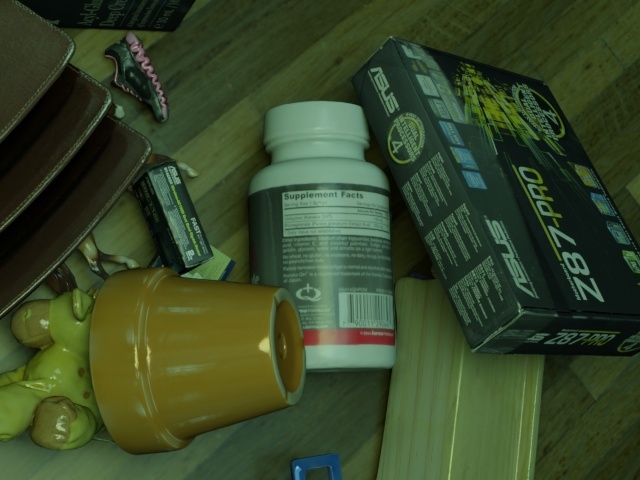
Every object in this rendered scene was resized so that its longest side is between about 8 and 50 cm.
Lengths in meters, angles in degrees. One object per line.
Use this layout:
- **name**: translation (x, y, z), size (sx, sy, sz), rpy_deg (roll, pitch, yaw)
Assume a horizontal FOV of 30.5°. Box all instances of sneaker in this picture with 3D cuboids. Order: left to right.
- **sneaker**: translation (-0.228, -0.196, 1.450), size (0.057, 0.047, 0.119), rpy_deg (-26, 89, -2)

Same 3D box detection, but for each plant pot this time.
- **plant pot**: translation (-0.122, 0.123, 1.279), size (0.188, 0.205, 0.205), rpy_deg (-7, 83, 14)

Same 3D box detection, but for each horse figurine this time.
- **horse figurine**: translation (-0.264, -0.044, 1.397), size (0.174, 0.066, 0.263), rpy_deg (34, 69, -18)

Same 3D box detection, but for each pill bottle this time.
- **pill bottle**: translation (0.000, 0.000, 1.425), size (0.176, 0.176, 0.319), rpy_deg (1, 81, -20)

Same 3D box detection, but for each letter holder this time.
- **letter holder**: translation (-0.355, -0.080, 1.279), size (0.214, 0.152, 0.302), rpy_deg (34, 69, 17)

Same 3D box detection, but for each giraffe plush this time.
- **giraffe plush**: translation (-0.287, 0.133, 1.293), size (0.210, 0.181, 0.170), rpy_deg (9, 87, -27)

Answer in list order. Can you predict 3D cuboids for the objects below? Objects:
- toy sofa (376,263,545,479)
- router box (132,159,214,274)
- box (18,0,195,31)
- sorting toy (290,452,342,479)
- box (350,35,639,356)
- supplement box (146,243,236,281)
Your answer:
- **toy sofa**: translation (0.190, 0.213, 1.494), size (0.150, 0.177, 0.363), rpy_deg (18, 74, -40)
- **router box**: translation (-0.171, -0.022, 1.350), size (0.038, 0.092, 0.122), rpy_deg (-22, 88, -22)
- **box**: translation (-0.321, -0.383, 1.306), size (0.395, 0.293, 0.212), rpy_deg (-1, 82, -20)
- **sorting toy**: translation (0.006, 0.428, 1.392), size (0.196, 0.047, 0.348), rpy_deg (-20, 93, -29)
- **box**: translation (0.234, -0.048, 1.427), size (0.318, 0.097, 0.395), rpy_deg (6, 52, -41)
- **supplement box**: translation (-0.164, 0.040, 1.423), size (0.083, 0.056, 0.083), rpy_deg (35, 71, -12)
